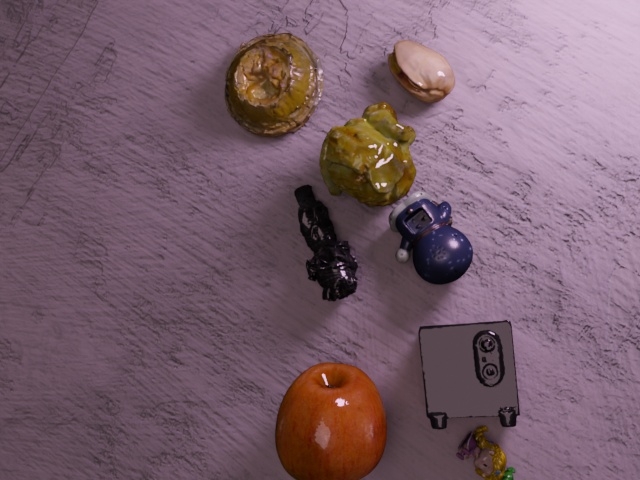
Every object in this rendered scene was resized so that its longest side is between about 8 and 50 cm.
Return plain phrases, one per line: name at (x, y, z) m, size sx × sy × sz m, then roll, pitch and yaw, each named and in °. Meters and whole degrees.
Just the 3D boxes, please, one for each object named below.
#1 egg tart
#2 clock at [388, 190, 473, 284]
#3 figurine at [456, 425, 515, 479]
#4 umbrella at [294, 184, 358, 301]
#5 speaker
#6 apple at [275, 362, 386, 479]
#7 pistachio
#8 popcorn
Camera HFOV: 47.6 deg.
egg tart at (-0.142, -0.446, 2.047) m, size 0.314 × 0.120 × 0.315 m, roll -1°, pitch 87°, yaw 15°
clock at (0.287, 0.003, 1.897) m, size 0.199 × 0.146 × 0.243 m, roll -36°, pitch 71°, yaw 5°
figurine at (0.436, 0.549, 1.854) m, size 0.156 × 0.095 × 0.115 m, roll 36°, pitch 56°, yaw 10°
umbrella at (0.004, -0.002, 1.966) m, size 0.128 × 0.154 × 0.337 m, roll -14°, pitch 82°, yaw -27°
speaker at (0.373, 0.333, 1.829) m, size 0.232 × 0.184 × 0.254 m, roll -5°, pitch 83°, yaw 14°
apple at (0.026, 0.463, 1.851) m, size 0.298 × 0.299 × 0.275 m, roll 3°, pitch 97°, yaw 15°
pistachio at (0.272, -0.453, 1.948) m, size 0.145 × 0.117 × 0.200 m, roll -35°, pitch 67°, yaw -29°
popcorn at (0.141, -0.217, 1.914) m, size 0.225 × 0.276 × 0.277 m, roll 2°, pitch 86°, yaw 51°
